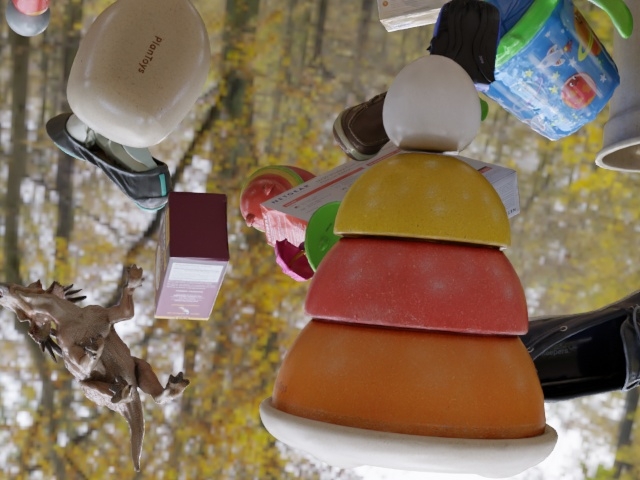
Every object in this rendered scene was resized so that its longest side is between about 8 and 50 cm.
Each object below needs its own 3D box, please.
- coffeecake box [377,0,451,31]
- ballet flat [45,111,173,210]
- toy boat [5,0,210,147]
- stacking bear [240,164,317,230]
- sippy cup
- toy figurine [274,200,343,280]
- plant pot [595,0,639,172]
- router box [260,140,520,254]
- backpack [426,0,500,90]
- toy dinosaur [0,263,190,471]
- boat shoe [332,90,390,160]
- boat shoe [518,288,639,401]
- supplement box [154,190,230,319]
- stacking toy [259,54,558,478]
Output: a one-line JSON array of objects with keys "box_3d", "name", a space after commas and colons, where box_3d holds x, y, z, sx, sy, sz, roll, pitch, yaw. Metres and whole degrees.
[{"box_3d": [0.175, -0.497, 2.247, 0.142, 0.185, 0.068, -9, 169, 15], "name": "coffeecake box"}, {"box_3d": [-0.340, -0.158, 1.975, 0.280, 0.096, 0.095, 34, -134, 23], "name": "ballet flat"}, {"box_3d": [-0.324, -0.293, 1.818, 0.318, 0.267, 0.148, 32, 154, -7], "name": "toy boat"}, {"box_3d": [-0.102, -0.084, 2.654, 0.164, 0.175, 0.289, 37, -172, 2], "name": "stacking bear"}, {"box_3d": [0.360, -0.294, 1.985, 0.224, 0.240, 0.305, 42, 174, -19], "name": "sippy cup"}, {"box_3d": [0.000, 0.000, 1.856, 0.159, 0.130, 0.173, -13, -143, 55], "name": "toy figurine"}, {"box_3d": [0.631, -0.297, 2.070, 0.334, 0.305, 0.334, -2, 172, 0], "name": "plant pot"}, {"box_3d": [0.120, -0.057, 2.081, 0.335, 0.082, 0.301, -27, -150, -31], "name": "router box"}, {"box_3d": [0.198, -0.275, 1.692, 0.098, 0.120, 0.101, 8, 180, -2], "name": "backpack"}, {"box_3d": [-0.296, 0.154, 1.590, 0.200, 0.295, 0.127, -17, -170, 48], "name": "toy dinosaur"}, {"box_3d": [0.101, -0.213, 2.074, 0.095, 0.095, 0.257, 51, -153, -3], "name": "boat shoe"}, {"box_3d": [0.549, 0.191, 2.178, 0.500, 0.186, 0.156, -10, -162, -7], "name": "boat shoe"}, {"box_3d": [-0.179, 0.024, 1.654, 0.081, 0.188, 0.104, 3, -119, -13], "name": "supplement box"}, {"box_3d": [0.120, 0.019, 1.424, 0.351, 0.479, 0.350, 5, 180, 0], "name": "stacking toy"}]
